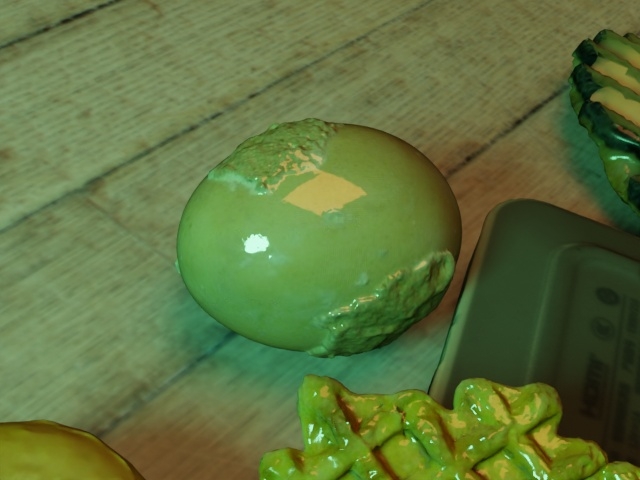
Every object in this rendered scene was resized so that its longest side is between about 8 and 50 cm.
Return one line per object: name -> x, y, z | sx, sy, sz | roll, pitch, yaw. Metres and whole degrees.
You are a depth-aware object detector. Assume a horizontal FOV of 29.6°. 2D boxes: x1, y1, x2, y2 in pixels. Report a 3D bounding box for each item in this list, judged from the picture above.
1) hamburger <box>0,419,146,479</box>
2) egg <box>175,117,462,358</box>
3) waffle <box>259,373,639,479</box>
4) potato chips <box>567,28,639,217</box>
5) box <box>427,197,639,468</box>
hamburger -> -0.155, 0.168, 0.605 | 0.162, 0.115, 0.162 | 12, 38, -9
egg -> 0.002, 0.000, 0.822 | 0.201, 0.164, 0.164 | -6, 45, -24
waffle -> 0.071, 0.186, 0.628 | 0.238, 0.059, 0.243 | 12, 75, 1
potato chips -> 0.399, -0.060, 1.116 | 0.429, 0.070, 0.358 | 41, 42, 24
box -> 0.248, 0.145, 0.803 | 0.373, 0.090, 0.367 | 22, 40, 2
